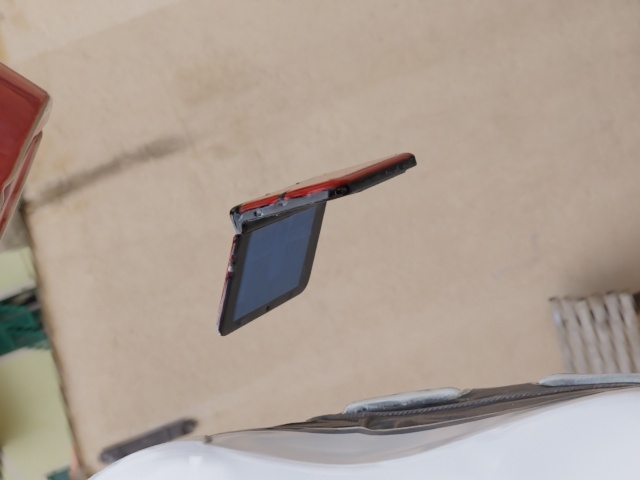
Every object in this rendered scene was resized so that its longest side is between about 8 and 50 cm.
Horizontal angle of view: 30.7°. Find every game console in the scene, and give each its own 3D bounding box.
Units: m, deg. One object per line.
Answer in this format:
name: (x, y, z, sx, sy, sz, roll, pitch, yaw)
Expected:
game console: (0.000, 0.000, 0.809, 0.144, 0.124, 0.085, -27, -78, -63)

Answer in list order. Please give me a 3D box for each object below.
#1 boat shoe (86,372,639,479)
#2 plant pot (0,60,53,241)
boat shoe: (0.032, 0.110, 0.477, 0.102, 0.301, 0.108, -8, -99, -66)
plant pot: (-0.362, -0.076, 0.932, 0.275, 0.243, 0.275, -158, 90, -79)
